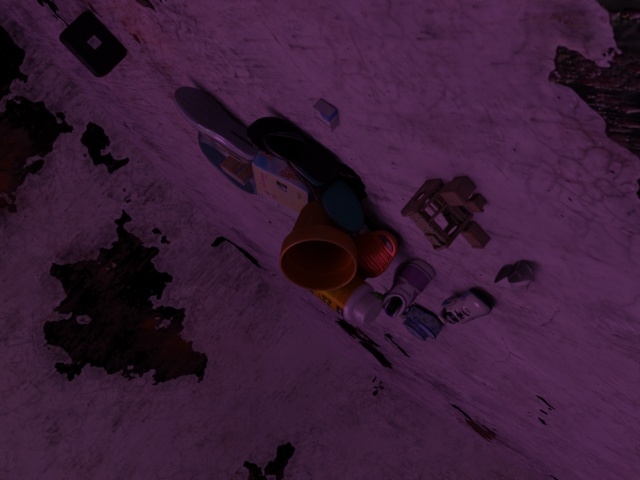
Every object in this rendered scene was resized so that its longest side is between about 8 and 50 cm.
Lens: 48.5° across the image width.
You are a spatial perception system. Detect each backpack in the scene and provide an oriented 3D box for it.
[{"bbox_3d":[0.332,0.275,2.303,0.114,0.084,0.105,22,160,47],"label":"backpack"}]

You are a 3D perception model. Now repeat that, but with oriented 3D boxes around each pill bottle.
[{"bbox_3d":[0.067,0.144,1.985,0.215,0.117,0.117,35,166,30],"label":"pill bottle"}]

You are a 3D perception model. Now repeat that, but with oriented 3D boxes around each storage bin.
[{"bbox_3d":[-0.723,-0.622,2.259,0.180,0.122,0.084,47,166,-25],"label":"storage bin"}]

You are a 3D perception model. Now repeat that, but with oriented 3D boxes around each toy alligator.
[{"bbox_3d":[0.263,0.231,2.436,0.189,0.056,0.051,39,-151,4],"label":"toy alligator"}]

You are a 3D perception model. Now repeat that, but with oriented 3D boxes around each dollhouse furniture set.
[{"bbox_3d":[0.278,-0.026,1.421,0.182,0.101,0.161,44,167,-16],"label":"dollhouse furniture set"}]

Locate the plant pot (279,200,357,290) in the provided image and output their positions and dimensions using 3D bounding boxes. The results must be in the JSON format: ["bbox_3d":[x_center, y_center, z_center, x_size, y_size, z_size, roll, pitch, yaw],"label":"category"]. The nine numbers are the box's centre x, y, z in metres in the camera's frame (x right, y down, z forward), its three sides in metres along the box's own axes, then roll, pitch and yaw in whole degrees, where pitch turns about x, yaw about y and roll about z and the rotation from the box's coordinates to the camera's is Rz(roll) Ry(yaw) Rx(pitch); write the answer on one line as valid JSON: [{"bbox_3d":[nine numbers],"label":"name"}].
[{"bbox_3d":[0.000,0.000,1.913,0.205,0.188,0.205,3,136,3],"label":"plant pot"}]

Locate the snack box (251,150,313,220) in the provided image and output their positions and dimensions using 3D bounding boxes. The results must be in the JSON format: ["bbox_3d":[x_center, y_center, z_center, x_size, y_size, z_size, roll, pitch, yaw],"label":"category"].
[{"bbox_3d":[-0.104,-0.151,2.137,0.187,0.060,0.322,29,165,7],"label":"snack box"}]

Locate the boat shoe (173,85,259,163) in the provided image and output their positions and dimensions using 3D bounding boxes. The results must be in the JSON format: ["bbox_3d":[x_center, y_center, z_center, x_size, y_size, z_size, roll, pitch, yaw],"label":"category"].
[{"bbox_3d":[-0.305,-0.323,2.060,0.302,0.109,0.094,39,149,-3],"label":"boat shoe"}]

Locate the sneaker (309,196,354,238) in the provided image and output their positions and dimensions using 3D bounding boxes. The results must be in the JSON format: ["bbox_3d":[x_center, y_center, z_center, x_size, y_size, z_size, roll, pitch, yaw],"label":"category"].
[{"bbox_3d":[0.037,-0.052,2.075,0.107,0.100,0.271,16,159,29],"label":"sneaker"}]

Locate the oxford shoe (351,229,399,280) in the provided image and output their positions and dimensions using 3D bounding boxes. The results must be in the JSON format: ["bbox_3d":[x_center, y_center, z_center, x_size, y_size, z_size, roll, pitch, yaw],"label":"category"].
[{"bbox_3d":[0.137,0.038,2.034,0.130,0.132,0.363,54,149,2],"label":"oxford shoe"}]

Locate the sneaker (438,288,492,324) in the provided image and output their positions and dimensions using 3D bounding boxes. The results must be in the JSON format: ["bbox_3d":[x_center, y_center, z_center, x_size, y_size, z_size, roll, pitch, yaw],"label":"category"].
[{"bbox_3d":[0.378,0.183,1.867,0.085,0.086,0.237,42,166,0],"label":"sneaker"}]

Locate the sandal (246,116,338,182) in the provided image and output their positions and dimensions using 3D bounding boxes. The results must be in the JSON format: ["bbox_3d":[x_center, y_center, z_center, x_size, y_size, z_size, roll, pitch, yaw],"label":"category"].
[{"bbox_3d":[-0.072,-0.231,1.755,0.254,0.097,0.054,28,-162,12],"label":"sandal"}]

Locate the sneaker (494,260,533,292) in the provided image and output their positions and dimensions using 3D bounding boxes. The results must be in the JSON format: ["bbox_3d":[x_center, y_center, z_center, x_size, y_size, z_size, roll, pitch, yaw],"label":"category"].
[{"bbox_3d":[0.422,0.081,1.499,0.061,0.054,0.152,32,173,-2],"label":"sneaker"}]

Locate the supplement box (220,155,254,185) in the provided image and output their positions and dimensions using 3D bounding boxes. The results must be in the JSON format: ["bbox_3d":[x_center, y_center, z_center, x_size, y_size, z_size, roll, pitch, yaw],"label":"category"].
[{"bbox_3d":[-0.260,-0.228,2.253,0.098,0.062,0.036,36,165,17],"label":"supplement box"}]

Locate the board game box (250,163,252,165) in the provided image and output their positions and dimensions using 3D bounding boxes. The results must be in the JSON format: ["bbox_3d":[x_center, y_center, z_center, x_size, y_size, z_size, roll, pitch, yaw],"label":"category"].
[{"bbox_3d":[-0.219,-0.264,2.219,0.126,0.026,0.186,44,167,-14],"label":"board game box"}]

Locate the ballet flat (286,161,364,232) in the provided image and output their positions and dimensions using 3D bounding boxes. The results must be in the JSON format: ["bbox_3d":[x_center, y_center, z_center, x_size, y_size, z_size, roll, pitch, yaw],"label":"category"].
[{"bbox_3d":[0.015,-0.140,1.847,0.280,0.095,0.096,52,176,-3],"label":"ballet flat"}]

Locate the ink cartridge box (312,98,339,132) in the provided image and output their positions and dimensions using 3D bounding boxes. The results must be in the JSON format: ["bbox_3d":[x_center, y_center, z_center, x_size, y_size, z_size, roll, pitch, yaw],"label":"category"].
[{"bbox_3d":[0.012,-0.266,1.548,0.048,0.028,0.083,37,167,18],"label":"ink cartridge box"}]

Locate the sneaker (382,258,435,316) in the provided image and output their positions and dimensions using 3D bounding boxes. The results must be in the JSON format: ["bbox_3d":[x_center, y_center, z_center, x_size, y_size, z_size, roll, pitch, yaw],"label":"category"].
[{"bbox_3d":[0.225,0.149,2.028,0.102,0.161,0.282,37,168,8],"label":"sneaker"}]

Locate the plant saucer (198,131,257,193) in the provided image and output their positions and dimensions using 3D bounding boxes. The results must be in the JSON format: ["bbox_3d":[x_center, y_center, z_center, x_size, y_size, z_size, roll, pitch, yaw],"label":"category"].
[{"bbox_3d":[-0.311,-0.262,2.454,0.317,0.044,0.317,38,168,10],"label":"plant saucer"}]
